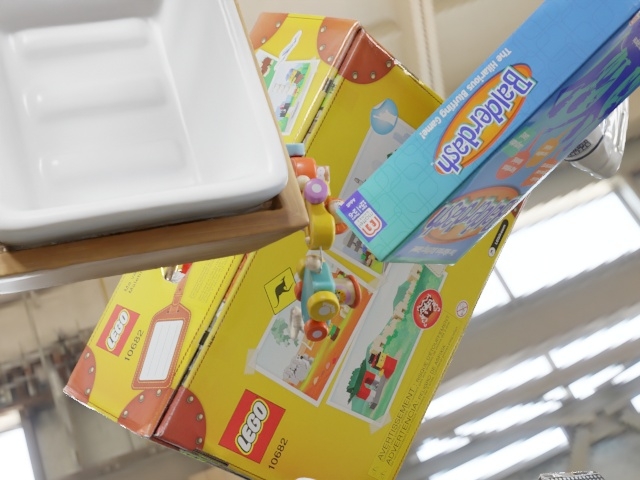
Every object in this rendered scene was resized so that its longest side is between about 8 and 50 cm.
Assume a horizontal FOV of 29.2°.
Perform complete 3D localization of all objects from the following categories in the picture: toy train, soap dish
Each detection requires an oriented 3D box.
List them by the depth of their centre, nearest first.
[{"bbox_3d":[-0.160,-0.104,0.880,0.229,0.290,0.118,-10,-26,-18],"label":"soap dish"},{"bbox_3d":[0.000,0.000,1.006,0.046,0.166,0.125,-3,0,-12],"label":"toy train"}]

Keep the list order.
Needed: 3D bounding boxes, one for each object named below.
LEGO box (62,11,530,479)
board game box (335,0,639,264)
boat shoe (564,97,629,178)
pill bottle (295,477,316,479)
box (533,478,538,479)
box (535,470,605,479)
[{"bbox_3d":[-0.008,0.044,1.460,0.372,0.193,0.500,35,-102,-40],"label":"LEGO box"},{"bbox_3d":[0.122,-0.071,0.776,0.210,0.047,0.160,-45,-16,15],"label":"board game box"},{"bbox_3d":[0.320,-0.177,1.454,0.084,0.258,0.095,37,-41,-27],"label":"boat shoe"},{"bbox_3d":[-0.029,0.314,1.202,0.086,0.152,0.086,21,-32,14],"label":"pill bottle"},{"bbox_3d":[0.208,0.366,1.538,0.164,0.021,0.201,-43,3,-27],"label":"box"},{"bbox_3d":[0.150,0.291,0.635,0.060,0.270,0.216,7,-55,-45],"label":"box"}]
